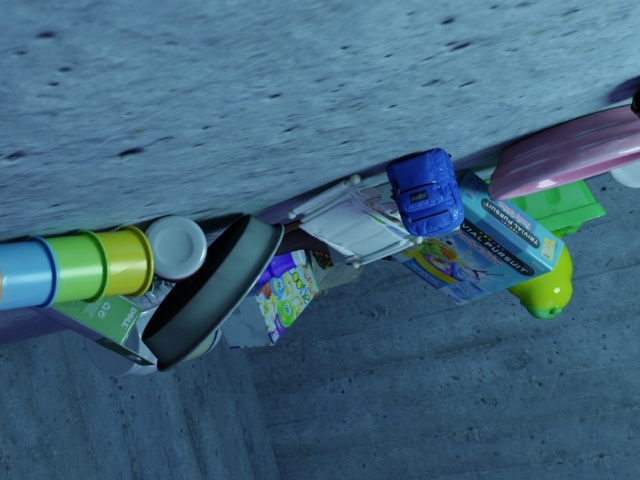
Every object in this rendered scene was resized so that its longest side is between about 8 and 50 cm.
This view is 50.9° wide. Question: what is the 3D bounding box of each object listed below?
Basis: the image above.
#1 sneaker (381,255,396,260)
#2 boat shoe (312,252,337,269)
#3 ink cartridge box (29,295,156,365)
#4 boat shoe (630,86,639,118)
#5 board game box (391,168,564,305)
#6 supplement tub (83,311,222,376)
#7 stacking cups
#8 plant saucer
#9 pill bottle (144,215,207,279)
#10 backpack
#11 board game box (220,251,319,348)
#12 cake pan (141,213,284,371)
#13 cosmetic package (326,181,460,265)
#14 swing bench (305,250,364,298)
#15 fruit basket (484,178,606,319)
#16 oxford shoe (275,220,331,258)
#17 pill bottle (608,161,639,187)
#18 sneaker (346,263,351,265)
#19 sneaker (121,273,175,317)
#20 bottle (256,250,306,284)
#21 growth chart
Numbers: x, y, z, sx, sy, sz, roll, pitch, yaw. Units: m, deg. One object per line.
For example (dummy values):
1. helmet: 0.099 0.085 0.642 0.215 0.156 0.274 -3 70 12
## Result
1. sneaker: 0.198 -0.004 1.742 0.121 0.108 0.302 -18 160 2
2. boat shoe: 0.083 -0.001 1.640 0.111 0.104 0.307 -12 173 -30
3. ink cartridge box: -0.321 0.103 0.955 0.209 0.062 0.109 33 156 -17
4. boat shoe: 0.461 -0.195 0.925 0.060 0.064 0.178 14 -177 16
5. board game box: 0.311 0.009 1.464 0.079 0.254 0.336 -58 -171 -27
6. supplement tub: -0.445 0.233 1.818 0.236 0.235 0.325 -19 175 29
7. stacking cups: -0.342 0.032 0.744 0.096 0.095 0.316 -20 169 38
8. plant saucer: 0.450 -0.155 1.178 0.333 0.084 0.332 -15 175 -1
9. pill bottle: -0.204 0.017 0.949 0.086 0.086 0.152 -15 176 -11
10. backpack: 0.151 -0.064 0.986 0.098 0.120 0.101 -17 176 26
11. board game box: -0.137 0.144 1.739 0.145 0.142 0.275 -9 -159 30
12. cake pan: -0.172 0.069 1.039 0.293 0.054 0.293 -44 -166 14
13. cosmetic package: 0.122 -0.040 1.220 0.231 0.117 0.086 -17 174 29
14. swing bench: -0.026 0.089 2.007 0.255 0.165 0.253 -20 174 40
15. fruit basket: 0.518 0.009 1.669 0.393 0.391 0.283 -17 176 13
16. oxford shoe: 0.000 0.000 1.385 0.272 0.098 0.097 -19 175 30
17. pill bottle: 0.687 -0.180 1.396 0.131 0.131 0.229 -20 175 39
18. sneaker: 0.091 0.018 1.833 0.078 0.106 0.234 27 176 7
19. sneaker: -0.342 0.083 1.433 0.282 0.105 0.115 -12 144 -28
20. bottle: -0.177 0.066 1.614 0.283 0.092 0.118 -17 -179 10
21. growth chart: 0.063 -0.024 1.092 0.172 0.021 0.237 -20 144 29
